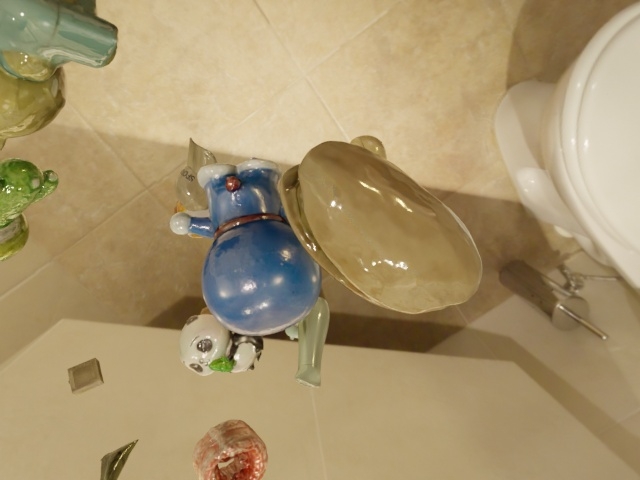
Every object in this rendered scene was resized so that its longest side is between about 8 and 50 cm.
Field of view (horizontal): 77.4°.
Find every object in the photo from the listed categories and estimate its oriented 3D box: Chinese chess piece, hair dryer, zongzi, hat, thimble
[{"bbox_3d":[0.190,-0.330,1.739,0.097,0.251,0.250,-4,109,-21],"label":"Chinese chess piece"},{"bbox_3d":[-0.084,0.187,0.873,0.237,0.206,0.075,32,132,-23],"label":"hair dryer"},{"bbox_3d":[-0.584,0.655,1.171,0.114,0.104,0.052,-27,126,-14],"label":"zongzi"},{"bbox_3d":[-0.336,-0.173,1.025,0.147,0.085,0.175,35,134,25],"label":"hat"},{"bbox_3d":[-0.302,0.746,1.356,0.240,0.162,0.238,-8,105,-32],"label":"thimble"}]

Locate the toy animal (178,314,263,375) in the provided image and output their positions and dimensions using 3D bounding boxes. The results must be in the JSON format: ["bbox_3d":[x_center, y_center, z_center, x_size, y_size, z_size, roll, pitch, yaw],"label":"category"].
[{"bbox_3d":[-0.336,0.354,1.349,0.267,0.213,0.212,3,110,-36],"label":"toy animal"}]

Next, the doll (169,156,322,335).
[{"bbox_3d":[-0.098,0.007,0.569,0.216,0.161,0.256,-11,68,-3],"label":"doll"}]

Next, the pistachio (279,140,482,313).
[{"bbox_3d":[0.063,-0.008,0.397,0.226,0.136,0.135,35,102,-12],"label":"pistachio"}]

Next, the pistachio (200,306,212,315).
[{"bbox_3d":[-0.491,0.339,1.857,0.173,0.089,0.049,10,150,20],"label":"pistachio"}]

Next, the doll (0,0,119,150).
[{"bbox_3d":[-0.400,-0.247,0.516,0.261,0.162,0.176,-31,75,31],"label":"doll"}]

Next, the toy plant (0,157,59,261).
[{"bbox_3d":[-0.750,-0.077,0.937,0.316,0.224,0.184,-30,100,30],"label":"toy plant"}]

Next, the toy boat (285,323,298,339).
[{"bbox_3d":[-0.073,0.439,1.933,0.208,0.134,0.078,6,96,-34],"label":"toy boat"}]

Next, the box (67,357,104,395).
[{"bbox_3d":[-0.689,0.399,1.168,0.084,0.079,0.035,-21,147,-20],"label":"box"}]

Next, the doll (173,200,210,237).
[{"bbox_3d":[-0.414,-0.097,1.363,0.167,0.270,0.162,34,64,-23],"label":"doll"}]
